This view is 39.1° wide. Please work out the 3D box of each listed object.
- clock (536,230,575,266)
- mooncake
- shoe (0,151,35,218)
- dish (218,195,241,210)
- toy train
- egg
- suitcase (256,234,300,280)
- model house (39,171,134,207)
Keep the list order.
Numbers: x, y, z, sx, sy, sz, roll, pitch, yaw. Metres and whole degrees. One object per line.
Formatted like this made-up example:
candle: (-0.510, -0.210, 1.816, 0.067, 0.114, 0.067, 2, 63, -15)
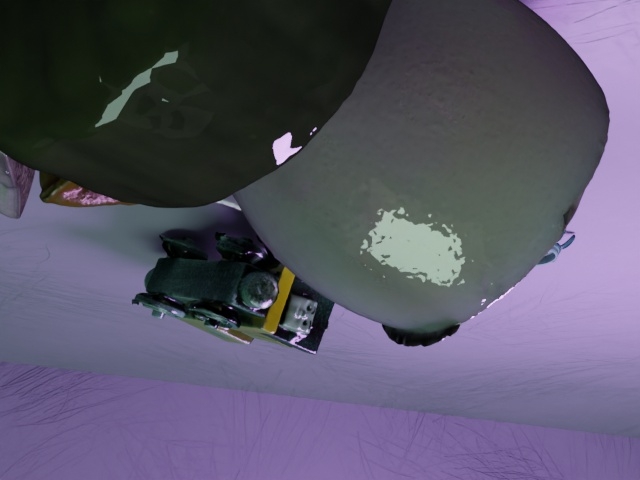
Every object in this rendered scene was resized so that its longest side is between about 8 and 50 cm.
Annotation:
clock: (0.362, 0.010, 1.532, 0.135, 0.041, 0.101, -12, 153, 32)
mooncake: (-0.130, -0.209, 0.658, 0.356, 0.356, 0.194, -10, 159, 31)
shoe: (-0.481, -0.128, 1.247, 0.159, 0.124, 0.316, 15, 157, -9)
dish: (-0.177, -0.117, 1.212, 0.212, 0.151, 0.077, 9, 122, -12)
toy train: (-0.155, 0.099, 1.593, 0.253, 0.160, 0.397, 30, 164, -32)
egg: (0.047, -0.125, 0.890, 0.340, 0.354, 0.354, 35, 148, -18)
suitcase: (0.000, -0.001, 1.538, 0.206, 0.066, 0.285, 2, 158, 7)
model house: (-0.171, -0.150, 1.011, 0.173, 0.268, 0.239, 40, 142, -24)
